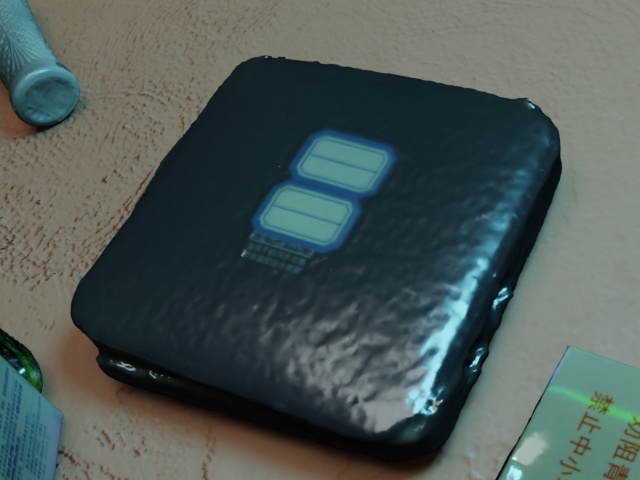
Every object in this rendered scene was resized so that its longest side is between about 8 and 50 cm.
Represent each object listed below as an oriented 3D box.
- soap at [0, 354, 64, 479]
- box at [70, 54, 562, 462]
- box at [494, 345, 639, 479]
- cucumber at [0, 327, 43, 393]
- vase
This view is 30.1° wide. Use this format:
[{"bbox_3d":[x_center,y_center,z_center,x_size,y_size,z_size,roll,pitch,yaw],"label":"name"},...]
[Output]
[{"bbox_3d":[-0.324,0.206,0.954,0.182,0.138,0.199,-13,50,12],"label":"soap"},{"bbox_3d":[0.000,0.000,1.031,0.359,0.091,0.350,13,60,29],"label":"box"},{"bbox_3d":[0.262,0.206,0.766,0.310,0.084,0.198,18,61,32],"label":"box"},{"bbox_3d":[-0.345,0.090,1.101,0.241,0.074,0.074,22,63,32],"label":"cucumber"},{"bbox_3d":[-0.343,-0.216,1.338,0.096,0.096,0.219,-33,51,-7],"label":"vase"}]
